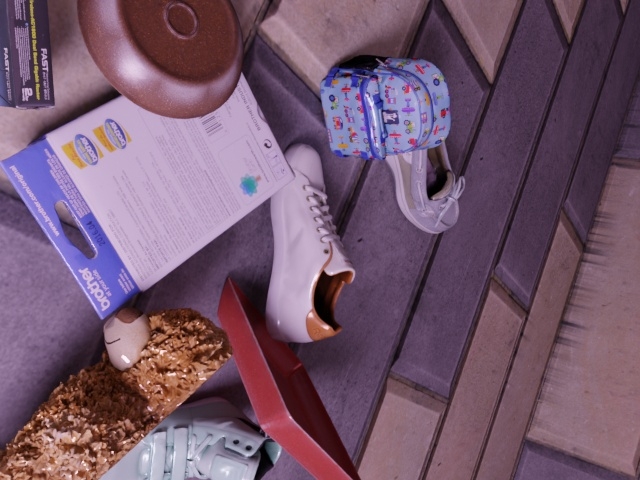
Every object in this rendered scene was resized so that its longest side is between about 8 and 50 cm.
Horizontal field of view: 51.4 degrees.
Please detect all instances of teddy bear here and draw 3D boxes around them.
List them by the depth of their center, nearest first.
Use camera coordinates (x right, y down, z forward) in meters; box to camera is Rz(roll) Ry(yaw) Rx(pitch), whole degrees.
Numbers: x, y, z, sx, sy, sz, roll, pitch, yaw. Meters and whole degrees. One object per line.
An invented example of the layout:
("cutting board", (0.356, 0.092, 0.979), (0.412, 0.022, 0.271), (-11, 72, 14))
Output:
("teddy bear", (-0.241, 0.183, 0.644), (0.338, 0.113, 0.245), (-43, 180, 7))

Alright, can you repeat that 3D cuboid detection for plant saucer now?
("plant saucer", (-0.157, -0.231, 0.715), (0.199, 0.036, 0.198), (9, 76, -40))
("plant saucer", (-0.049, 0.209, 0.913), (0.048, 0.259, 0.258), (-33, 134, -1))

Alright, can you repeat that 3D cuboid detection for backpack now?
("backpack", (0.104, -0.197, 1.007), (0.117, 0.173, 0.158), (-35, 127, -42))

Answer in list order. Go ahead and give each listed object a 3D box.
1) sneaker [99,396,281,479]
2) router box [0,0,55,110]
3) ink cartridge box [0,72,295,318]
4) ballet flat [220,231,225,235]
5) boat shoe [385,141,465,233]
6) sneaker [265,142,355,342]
("sneaker", (-0.162, 0.267, 0.824), (0.256, 0.151, 0.094), (-7, 108, -50))
("router box", (-0.278, -0.179, 0.584), (0.038, 0.092, 0.122), (-17, 114, -49))
("ink cartridge box", (-0.177, -0.075, 0.738), (0.311, 0.065, 0.185), (-43, 114, -40))
("ballet flat", (-0.186, -0.022, 0.786), (0.173, 0.049, 0.057), (-7, 107, -49))
("boat shoe", (0.199, -0.124, 1.211), (0.118, 0.103, 0.320), (-55, 138, -27))
("sneaker", (0.000, 0.000, 0.947), (0.106, 0.123, 0.289), (16, 73, -58))
